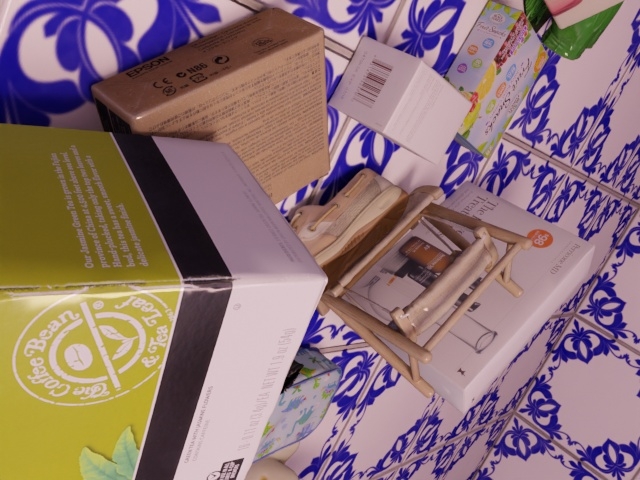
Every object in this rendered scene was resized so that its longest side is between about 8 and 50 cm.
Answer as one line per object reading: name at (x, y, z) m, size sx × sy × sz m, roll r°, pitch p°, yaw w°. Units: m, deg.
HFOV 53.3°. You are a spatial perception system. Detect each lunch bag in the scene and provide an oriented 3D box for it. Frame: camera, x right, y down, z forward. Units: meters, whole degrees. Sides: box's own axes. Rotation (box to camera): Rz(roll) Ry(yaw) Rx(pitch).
lunch bag at (-0.074, 0.281, 1.083) m, size 0.219 × 0.090 × 0.176 m, roll -7°, pitch 124°, yaw -49°

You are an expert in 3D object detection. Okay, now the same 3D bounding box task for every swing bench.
swing bench at (0.151, 0.060, 1.017) m, size 0.253 × 0.255 × 0.165 m, roll -44°, pitch 149°, yaw -18°

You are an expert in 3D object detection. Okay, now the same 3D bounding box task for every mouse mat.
mouse mat at (0.415, -0.464, 1.120) m, size 0.189 × 0.007 × 0.152 m, roll -48°, pitch 147°, yaw -9°

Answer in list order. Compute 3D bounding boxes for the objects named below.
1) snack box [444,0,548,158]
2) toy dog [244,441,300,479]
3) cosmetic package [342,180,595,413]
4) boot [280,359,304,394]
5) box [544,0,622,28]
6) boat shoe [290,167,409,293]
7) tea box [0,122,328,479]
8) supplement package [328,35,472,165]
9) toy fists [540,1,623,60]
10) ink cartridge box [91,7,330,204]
snack box at (0.283, -0.263, 1.071) m, size 0.174 × 0.070 × 0.207 m, roll 19°, pitch 104°, yaw -56°
toy dog at (-0.043, 0.574, 1.092) m, size 0.395 × 0.408 × 0.284 m, roll 6°, pitch 114°, yaw -54°
cosmetic package at (0.264, 0.083, 1.161) m, size 0.377 × 0.284 × 0.097 m, roll -41°, pitch 145°, yaw -22°
boot at (-0.066, 0.173, 0.986) m, size 0.121 × 0.099 × 0.045 m, roll -43°, pitch 147°, yaw -17°
box at (0.350, -0.431, 0.898) m, size 0.127 × 0.148 × 0.232 m, roll -22°, pitch 160°, yaw 28°
boat shoe at (0.000, 0.000, 0.923) m, size 0.302 × 0.098 × 0.109 m, roll -40°, pitch 161°, yaw -25°
tea box at (-0.220, 0.098, 0.528) m, size 0.323 × 0.220 × 0.329 m, roll -1°, pitch 125°, yaw -32°
supplement package at (0.115, -0.190, 0.888) m, size 0.179 × 0.105 × 0.105 m, roll 15°, pitch 106°, yaw -55°
toy fists at (0.469, -0.414, 1.116) m, size 0.279 × 0.096 × 0.142 m, roll -35°, pitch 159°, yaw -52°
ink cartridge box at (-0.102, -0.115, 0.691) m, size 0.235 × 0.088 × 0.193 m, roll -34°, pitch 143°, yaw -29°
